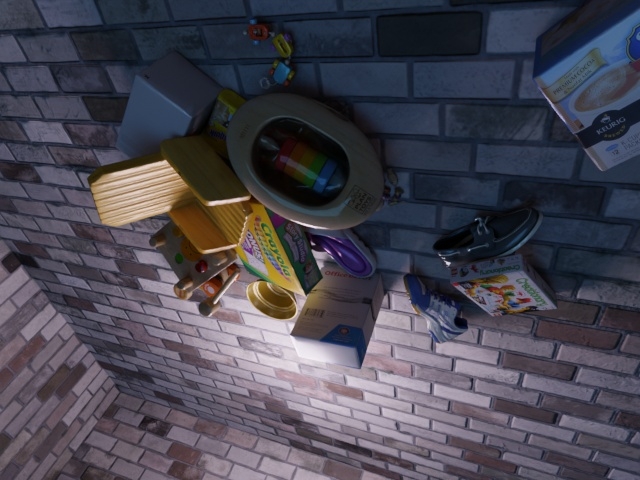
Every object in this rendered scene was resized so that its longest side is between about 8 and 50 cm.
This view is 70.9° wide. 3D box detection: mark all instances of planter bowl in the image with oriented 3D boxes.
[{"bbox_3d":[-0.171,0.204,1.739,0.217,0.090,0.217,15,135,15],"label":"planter bowl"}]

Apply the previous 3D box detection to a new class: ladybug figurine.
[{"bbox_3d":[-0.031,-0.204,1.192,0.449,0.162,0.305,34,105,-2],"label":"ladybug figurine"}]

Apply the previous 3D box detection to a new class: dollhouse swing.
[{"bbox_3d":[-0.420,-0.075,1.281,0.315,0.304,0.347,49,151,8],"label":"dollhouse swing"}]

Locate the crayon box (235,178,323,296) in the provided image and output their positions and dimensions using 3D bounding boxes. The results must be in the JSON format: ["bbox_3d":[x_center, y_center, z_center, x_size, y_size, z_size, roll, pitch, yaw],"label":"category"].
[{"bbox_3d":[-0.182,-0.016,1.457,0.313,0.106,0.363,16,139,44],"label":"crayon box"}]

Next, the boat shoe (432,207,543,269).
[{"bbox_3d":[0.436,-0.011,1.211,0.099,0.116,0.319,38,142,-13],"label":"boat shoe"}]

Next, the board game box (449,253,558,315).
[{"bbox_3d":[0.519,0.135,1.265,0.192,0.053,0.305,-16,145,37],"label":"board game box"}]

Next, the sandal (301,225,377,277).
[{"bbox_3d":[0.007,-0.008,1.440,0.416,0.102,0.169,35,136,-6],"label":"sandal"}]

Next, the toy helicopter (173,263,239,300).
[{"bbox_3d":[-0.510,0.145,1.824,0.355,0.140,0.235,-32,101,40],"label":"toy helicopter"}]

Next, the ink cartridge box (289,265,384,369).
[{"bbox_3d":[0.066,0.246,1.501,0.222,0.308,0.129,5,134,23],"label":"ink cartridge box"}]

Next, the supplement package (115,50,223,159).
[{"bbox_3d":[-0.437,-0.350,1.294,0.175,0.178,0.293,37,137,-9],"label":"supplement package"}]

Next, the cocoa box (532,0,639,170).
[{"bbox_3d":[0.574,-0.334,0.748,0.228,0.232,0.347,44,134,-15],"label":"cocoa box"}]

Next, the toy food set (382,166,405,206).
[{"bbox_3d":[0.192,-0.146,1.277,0.077,0.019,0.122,-12,124,35],"label":"toy food set"}]

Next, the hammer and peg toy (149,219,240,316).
[{"bbox_3d":[-0.417,0.067,1.603,0.265,0.127,0.362,-34,89,23],"label":"hammer and peg toy"}]

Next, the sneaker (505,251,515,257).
[{"bbox_3d":[0.469,0.064,1.286,0.084,0.083,0.215,31,138,-5],"label":"sneaker"}]

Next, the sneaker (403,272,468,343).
[{"bbox_3d":[0.378,0.204,1.469,0.130,0.112,0.297,-27,117,22],"label":"sneaker"}]

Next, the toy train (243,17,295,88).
[{"bbox_3d":[-0.118,-0.467,1.119,0.125,0.046,0.167,8,130,22],"label":"toy train"}]

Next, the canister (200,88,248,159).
[{"bbox_3d":[-0.262,-0.333,1.297,0.126,0.073,0.170,34,135,-6],"label":"canister"}]
